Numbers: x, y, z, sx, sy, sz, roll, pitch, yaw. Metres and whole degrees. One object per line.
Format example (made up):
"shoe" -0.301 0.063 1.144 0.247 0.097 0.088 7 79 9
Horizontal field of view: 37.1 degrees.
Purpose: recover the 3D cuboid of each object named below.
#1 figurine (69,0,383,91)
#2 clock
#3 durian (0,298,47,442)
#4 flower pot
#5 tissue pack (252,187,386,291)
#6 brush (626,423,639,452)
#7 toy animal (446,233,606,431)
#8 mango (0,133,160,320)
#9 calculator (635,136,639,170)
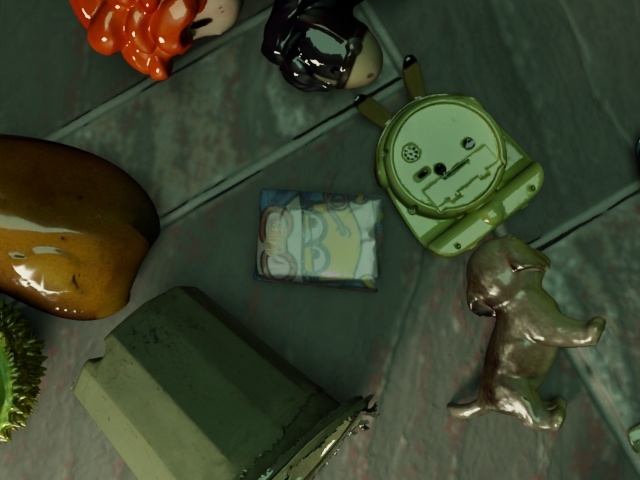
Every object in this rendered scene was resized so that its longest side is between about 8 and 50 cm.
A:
"figurine" -0.080 -0.321 1.109 0.412 0.241 0.306 11 104 -14
"clock" 0.143 -0.106 1.159 0.170 0.069 0.232 -39 87 -1
"durian" -0.438 0.153 1.107 0.237 0.176 0.200 13 79 -4
"flower pot" -0.120 0.200 1.072 0.259 0.290 0.290 43 89 16
"tissue pack" 0.000 0.000 1.160 0.155 0.065 0.115 4 87 1
"brush" 0.460 0.209 1.161 0.178 0.030 0.033 -28 97 -1
"toy animal" 0.247 0.112 1.130 0.169 0.121 0.233 11 98 18
"mango" -0.336 -0.027 1.124 0.287 0.152 0.201 18 55 -9
"calculator" 0.492 -0.031 1.159 0.173 0.051 0.293 -15 88 -1
